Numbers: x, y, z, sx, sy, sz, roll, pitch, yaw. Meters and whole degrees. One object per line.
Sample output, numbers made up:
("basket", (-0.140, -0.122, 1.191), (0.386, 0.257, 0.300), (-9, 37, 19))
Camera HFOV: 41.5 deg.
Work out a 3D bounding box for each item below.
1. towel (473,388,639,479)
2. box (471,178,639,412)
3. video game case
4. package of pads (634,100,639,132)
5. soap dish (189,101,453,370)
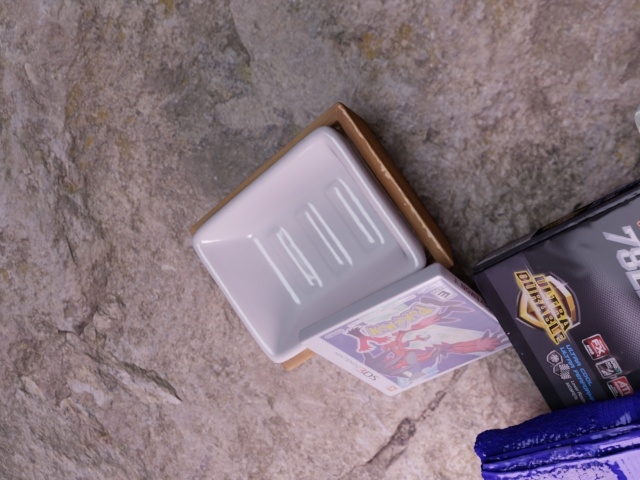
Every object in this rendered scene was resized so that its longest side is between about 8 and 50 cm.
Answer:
("towel", (0.337, 0.276, 0.902), (0.308, 0.076, 0.227), (-24, 97, 33))
("box", (0.361, 0.089, 0.908), (0.293, 0.073, 0.295), (-29, 92, 34))
("video game case", (0.108, 0.114, 1.007), (0.201, 0.023, 0.183), (-30, 134, 29))
("package of pads", (0.429, -0.081, 0.718), (0.297, 0.229, 0.101), (35, 120, 15))
("soap dish", (0.000, 0.000, 1.052), (0.291, 0.118, 0.229), (-37, 87, 33))
